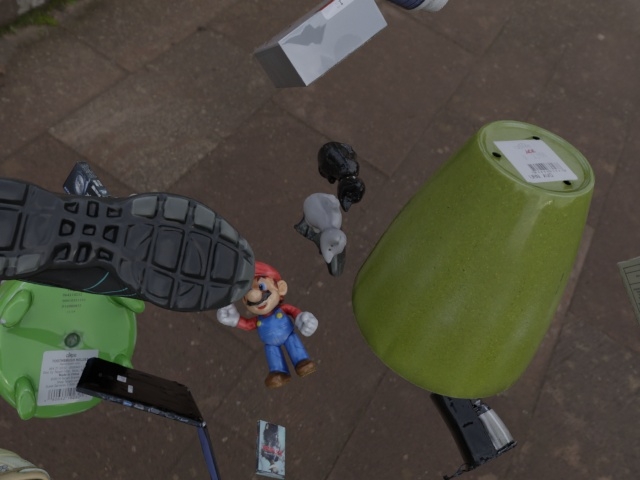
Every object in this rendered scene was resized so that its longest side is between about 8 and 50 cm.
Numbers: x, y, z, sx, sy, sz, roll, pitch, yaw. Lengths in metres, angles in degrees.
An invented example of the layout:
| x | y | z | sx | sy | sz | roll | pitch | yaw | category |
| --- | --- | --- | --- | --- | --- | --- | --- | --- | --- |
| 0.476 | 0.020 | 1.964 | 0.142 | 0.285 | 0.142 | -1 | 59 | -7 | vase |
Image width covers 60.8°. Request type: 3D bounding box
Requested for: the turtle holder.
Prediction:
| x | y | z | sx | sy | sz | roll | pitch | yaw | category |
| --- | --- | --- | --- | --- | --- | --- | --- | --- | --- |
| -0.462 | 0.127 | 0.924 | 0.243 | 0.321 | 0.227 | -31 | 24 | -37 | turtle holder |

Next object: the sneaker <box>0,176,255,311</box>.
| x | y | z | sx | sy | sz | roll | pitch | yaw | category |
| --- | --- | --- | --- | --- | --- | --- | --- | --- | --- |
| -0.189 | 0.001 | 0.488 | 0.267 | 0.106 | 0.101 | 15 | 80 | -26 | sneaker |

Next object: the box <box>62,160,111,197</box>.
| x | y | z | sx | sy | sz | roll | pitch | yaw | category |
| --- | --- | --- | --- | --- | --- | --- | --- | --- | --- |
| -0.414 | -0.088 | 0.965 | 0.083 | 0.067 | 0.018 | 51 | 29 | 9 | box |

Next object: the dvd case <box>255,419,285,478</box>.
| x | y | z | sx | sy | sz | roll | pitch | yaw | category |
| --- | --- | --- | --- | --- | --- | --- | --- | --- | --- |
| -0.117 | 0.493 | 1.286 | 0.087 | 0.013 | 0.120 | 34 | 43 | -38 | dvd case |

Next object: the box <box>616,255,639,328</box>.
| x | y | z | sx | sy | sz | roll | pitch | yaw | category |
| --- | --- | --- | --- | --- | --- | --- | --- | --- | --- |
| 0.551 | 0.152 | 0.743 | 0.121 | 0.148 | 0.311 | -12 | 81 | -19 | box |

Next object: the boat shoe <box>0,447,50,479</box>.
| x | y | z | sx | sy | sz | roll | pitch | yaw | category |
| --- | --- | --- | --- | --- | --- | --- | --- | --- | --- |
| -0.400 | 0.295 | 0.501 | 0.285 | 0.089 | 0.105 | -34 | 111 | -49 | boat shoe |

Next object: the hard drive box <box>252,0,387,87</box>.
| x | y | z | sx | sy | sz | roll | pitch | yaw | category |
| --- | --- | --- | --- | --- | --- | --- | --- | --- | --- |
| -0.010 | -0.370 | 1.008 | 0.181 | 0.232 | 0.089 | -39 | 113 | -6 | hard drive box |

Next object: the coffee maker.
| x | y | z | sx | sy | sz | roll | pitch | yaw | category |
| --- | --- | --- | --- | --- | --- | --- | --- | --- | --- |
| 0.314 | 0.401 | 1.198 | 0.171 | 0.120 | 0.178 | -16 | 64 | -26 | coffee maker |

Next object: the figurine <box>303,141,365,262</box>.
| x | y | z | sx | sy | sz | roll | pitch | yaw | category |
| --- | --- | --- | --- | --- | --- | --- | --- | --- | --- |
| 0.032 | -0.081 | 1.204 | 0.092 | 0.215 | 0.209 | 9 | 29 | -16 | figurine |

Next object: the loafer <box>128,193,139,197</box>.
| x | y | z | sx | sy | sz | roll | pitch | yaw | category |
| --- | --- | --- | --- | --- | --- | --- | --- | --- | --- |
| -0.437 | -0.042 | 1.612 | 0.319 | 0.111 | 0.112 | 28 | 77 | 17 | loafer |

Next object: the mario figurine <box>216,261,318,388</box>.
| x | y | z | sx | sy | sz | roll | pitch | yaw | category |
| --- | --- | --- | --- | --- | --- | --- | --- | --- | --- |
| -0.135 | 0.202 | 1.365 | 0.198 | 0.170 | 0.321 | -18 | 78 | -29 | mario figurine |

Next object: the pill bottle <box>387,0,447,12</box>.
| x | y | z | sx | sy | sz | roll | pitch | yaw | category |
| --- | --- | --- | --- | --- | --- | --- | --- | --- | --- |
| 0.101 | -0.317 | 0.652 | 0.120 | 0.067 | 0.067 | 5 | 52 | -39 | pill bottle |

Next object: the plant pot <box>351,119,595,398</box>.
| x | y | z | sx | sy | sz | roll | pitch | yaw | category |
| --- | --- | --- | --- | --- | --- | --- | --- | --- | --- |
| 0.209 | 0.007 | 0.700 | 0.274 | 0.294 | 0.275 | 9 | 45 | -9 | plant pot |

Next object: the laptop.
| x | y | z | sx | sy | sz | roll | pitch | yaw | category |
| --- | --- | --- | --- | --- | --- | --- | --- | --- | --- |
| -0.243 | 0.291 | 0.806 | 0.264 | 0.234 | 0.137 | 23 | 80 | -17 | laptop |

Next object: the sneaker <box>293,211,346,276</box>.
| x | y | z | sx | sy | sz | roll | pitch | yaw | category |
| --- | --- | --- | --- | --- | --- | --- | --- | --- | --- |
| 0.000 | 0.000 | 1.601 | 0.130 | 0.087 | 0.228 | -13 | 87 | 21 | sneaker |
